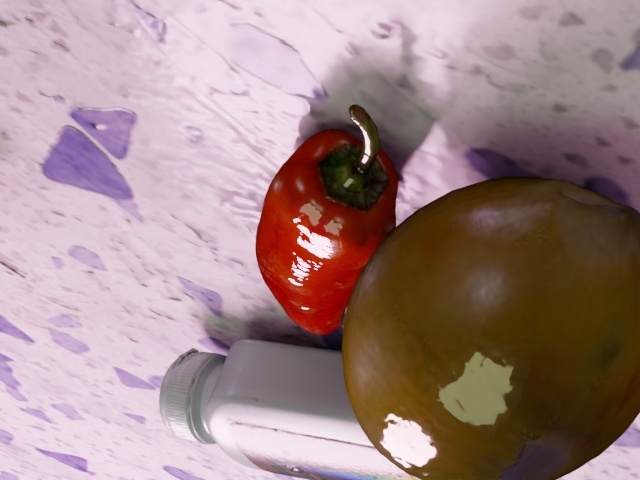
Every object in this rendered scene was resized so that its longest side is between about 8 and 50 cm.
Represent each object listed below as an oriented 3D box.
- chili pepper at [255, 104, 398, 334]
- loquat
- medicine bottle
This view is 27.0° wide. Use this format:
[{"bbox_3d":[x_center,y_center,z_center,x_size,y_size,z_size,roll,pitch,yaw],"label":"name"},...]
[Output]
[{"bbox_3d":[0.000,0.000,0.724,0.071,0.063,0.272,33,157,7],"label":"chili pepper"},{"bbox_3d":[0.090,0.043,0.638,0.152,0.152,0.195,23,132,0],"label":"loquat"},{"bbox_3d":[-0.004,0.120,0.915,0.229,0.083,0.121,6,151,32],"label":"medicine bottle"}]
